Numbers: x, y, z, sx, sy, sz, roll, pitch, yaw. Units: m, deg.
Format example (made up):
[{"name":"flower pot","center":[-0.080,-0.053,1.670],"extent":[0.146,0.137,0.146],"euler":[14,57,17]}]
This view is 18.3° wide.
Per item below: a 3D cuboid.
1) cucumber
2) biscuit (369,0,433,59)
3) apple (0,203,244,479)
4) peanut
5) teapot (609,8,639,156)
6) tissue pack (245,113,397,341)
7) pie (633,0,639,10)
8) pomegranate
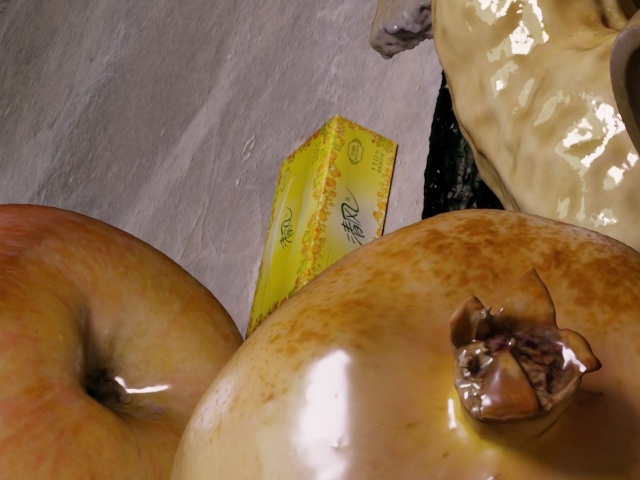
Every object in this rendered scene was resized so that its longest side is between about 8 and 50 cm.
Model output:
[{"name":"cucumber","center":[0.095,-0.049,1.248],"extent":[0.067,0.067,0.245],"euler":[-107,18,-60]},{"name":"biscuit","center":[0.110,-0.217,1.286],"extent":[0.250,0.032,0.133],"euler":[-31,42,55]},{"name":"apple","center":[-0.230,0.160,1.511],"extent":[0.346,0.391,0.391],"euler":[-31,37,35]},{"name":"peanut","center":[0.148,-0.072,1.086],"extent":[0.147,0.147,0.305],"euler":[-54,45,27]},{"name":"teapot","center":[0.246,-0.079,0.907],"extent":[0.175,0.185,0.268],"euler":[-36,36,-14]},{"name":"tissue pack","center":[0.000,0.000,1.561],"extent":[0.095,0.062,0.176],"euler":[-38,32,50]},{"name":"pie","center":[0.204,-0.220,1.260],"extent":[0.288,0.103,0.354],"euler":[-7,61,64]},{"name":"pomegranate","center":[0.073,0.130,0.910],"extent":[0.319,0.319,0.319],"euler":[-50,25,34]}]
